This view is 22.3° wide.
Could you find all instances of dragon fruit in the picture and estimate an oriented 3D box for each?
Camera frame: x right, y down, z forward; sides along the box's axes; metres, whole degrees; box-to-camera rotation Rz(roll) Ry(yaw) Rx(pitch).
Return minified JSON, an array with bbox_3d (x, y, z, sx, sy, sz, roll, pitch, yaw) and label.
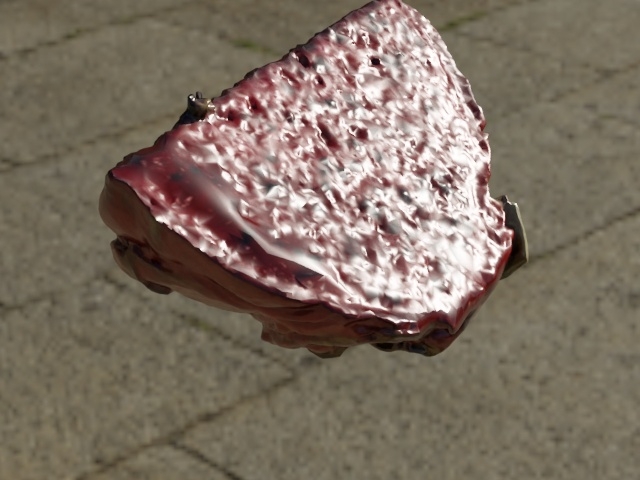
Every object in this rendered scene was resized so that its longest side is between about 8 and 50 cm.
[{"bbox_3d":[0.000,0.000,0.524,0.106,0.083,0.162,44,39,5],"label":"dragon fruit"}]
